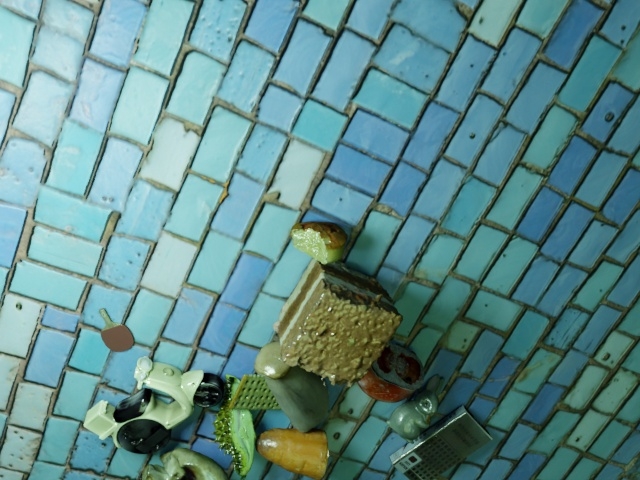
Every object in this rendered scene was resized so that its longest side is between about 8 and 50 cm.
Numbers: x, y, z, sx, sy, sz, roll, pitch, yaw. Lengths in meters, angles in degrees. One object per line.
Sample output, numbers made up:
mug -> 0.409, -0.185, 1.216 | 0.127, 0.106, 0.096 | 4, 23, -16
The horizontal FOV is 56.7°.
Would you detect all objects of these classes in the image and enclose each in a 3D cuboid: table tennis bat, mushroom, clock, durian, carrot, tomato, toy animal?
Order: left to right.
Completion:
table tennis bat -> -0.605, 0.262, 1.731 | 0.087, 0.013, 0.156 | -19, 117, 3
clock -> -0.504, 0.494, 1.797 | 0.379, 0.120, 0.276 | -43, 117, 12
mushroom -> -0.403, 0.738, 1.869 | 0.292, 0.217, 0.212 | 30, 97, -9
durian -> -0.270, 0.601, 1.871 | 0.132, 0.107, 0.375 | -8, 94, -31
carrot -> -0.099, 0.670, 1.912 | 0.225, 0.159, 0.159 | 18, 110, -17
mushroom -> -0.071, 0.443, 1.789 | 0.154, 0.137, 0.407 | -20, 137, 1
tomato -> 0.195, 0.417, 1.854 | 0.214, 0.180, 0.155 | 31, 124, -12
toy animal -> 0.328, 0.555, 1.954 | 0.138, 0.108, 0.236 | 28, 107, -19

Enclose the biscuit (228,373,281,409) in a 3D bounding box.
biscuit -> -0.163, 0.477, 1.850 | 0.231, 0.016, 0.139 | 13, 110, -36

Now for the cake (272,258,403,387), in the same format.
cake -> 0.040, 0.212, 1.652 | 0.256, 0.290, 0.282 | 25, 107, -20

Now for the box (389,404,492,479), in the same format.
box -> 0.422, 0.728, 2.080 | 0.325, 0.047, 0.180 | -38, 114, 10

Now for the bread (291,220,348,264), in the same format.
bread -> 0.004, -0.004, 1.639 | 0.156, 0.125, 0.086 | 25, 123, 29
